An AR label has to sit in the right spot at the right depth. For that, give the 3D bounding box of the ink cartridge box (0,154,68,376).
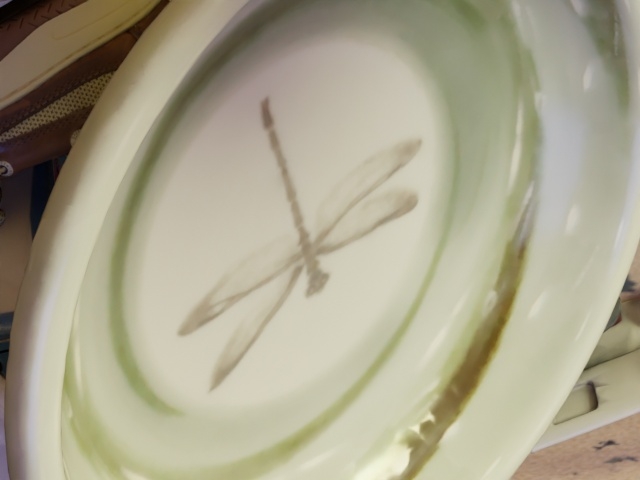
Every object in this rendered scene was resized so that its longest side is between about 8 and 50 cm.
[{"bbox_3d":[-0.224,0.114,1.045,0.270,0.151,0.395,-10,145,5],"label":"ink cartridge box"}]

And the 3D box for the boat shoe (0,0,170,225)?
[{"bbox_3d":[-0.175,-0.039,0.836,0.257,0.095,0.095,-24,116,7],"label":"boat shoe"}]

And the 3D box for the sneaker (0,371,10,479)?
[{"bbox_3d":[-0.140,0.141,0.882,0.094,0.080,0.212,-46,133,-10],"label":"sneaker"}]

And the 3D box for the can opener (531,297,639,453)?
[{"bbox_3d":[0.218,0.041,1.076,0.283,0.076,0.095,-25,141,22],"label":"can opener"}]

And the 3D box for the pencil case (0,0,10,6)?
[{"bbox_3d":[-0.277,-0.094,0.740,0.386,0.160,0.167,-24,141,24],"label":"pencil case"}]

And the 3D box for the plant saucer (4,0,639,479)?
[{"bbox_3d":[0.000,0.000,0.856,0.400,0.100,0.401,-28,133,-35],"label":"plant saucer"}]
